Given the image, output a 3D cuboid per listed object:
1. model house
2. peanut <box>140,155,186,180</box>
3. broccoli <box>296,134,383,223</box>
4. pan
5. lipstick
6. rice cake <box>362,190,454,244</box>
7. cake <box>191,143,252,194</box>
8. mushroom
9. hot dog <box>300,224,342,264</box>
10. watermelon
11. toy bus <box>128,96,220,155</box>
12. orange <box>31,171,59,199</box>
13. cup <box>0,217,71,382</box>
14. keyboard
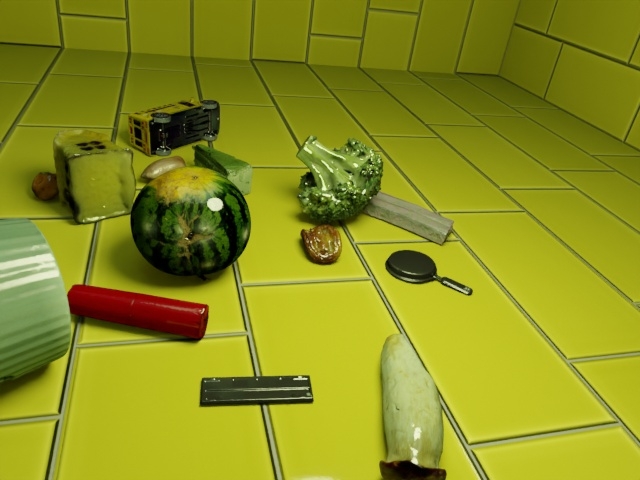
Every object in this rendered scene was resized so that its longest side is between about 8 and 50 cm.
[{"bbox_3d":[-0.618,-0.186,1.433,0.174,0.193,0.234,-15,35,-32],"label":"model house"},{"bbox_3d":[-0.480,-0.217,1.626,0.076,0.076,0.152,31,43,33],"label":"peanut"},{"bbox_3d":[0.047,-0.173,1.533,0.259,0.235,0.288,12,24,-5],"label":"broccoli"},{"bbox_3d":[0.279,0.080,1.359,0.235,0.028,0.136,22,34,22],"label":"pan"},{"bbox_3d":[-0.364,0.141,1.068,0.279,0.073,0.073,10,31,3],"label":"lipstick"},{"bbox_3d":[0.255,-0.075,1.590,0.298,0.050,0.106,24,36,25],"label":"rice cake"},{"bbox_3d":[-0.307,-0.224,1.653,0.099,0.100,0.235,-15,38,-36],"label":"cake"},{"bbox_3d":[0.159,0.288,0.939,0.107,0.087,0.333,9,29,2],"label":"mushroom"},{"bbox_3d":[0.002,0.002,1.390,0.099,0.065,0.147,-9,36,-9],"label":"hot dog"},{"bbox_3d":[-0.295,-0.043,1.217,0.268,0.269,0.269,6,31,-4],"label":"watermelon"},{"bbox_3d":[-0.505,-0.415,1.876,0.151,0.145,0.331,24,35,27],"label":"toy bus"},{"bbox_3d":[-0.750,-0.147,1.456,0.086,0.062,0.086,-15,56,23],"label":"orange"},{"bbox_3d":[-0.663,0.108,0.837,0.392,0.310,0.401,-17,41,-44],"label":"cup"},{"bbox_3d":[-0.115,0.272,0.967,0.202,0.011,0.067,2,30,-11],"label":"keyboard"}]
